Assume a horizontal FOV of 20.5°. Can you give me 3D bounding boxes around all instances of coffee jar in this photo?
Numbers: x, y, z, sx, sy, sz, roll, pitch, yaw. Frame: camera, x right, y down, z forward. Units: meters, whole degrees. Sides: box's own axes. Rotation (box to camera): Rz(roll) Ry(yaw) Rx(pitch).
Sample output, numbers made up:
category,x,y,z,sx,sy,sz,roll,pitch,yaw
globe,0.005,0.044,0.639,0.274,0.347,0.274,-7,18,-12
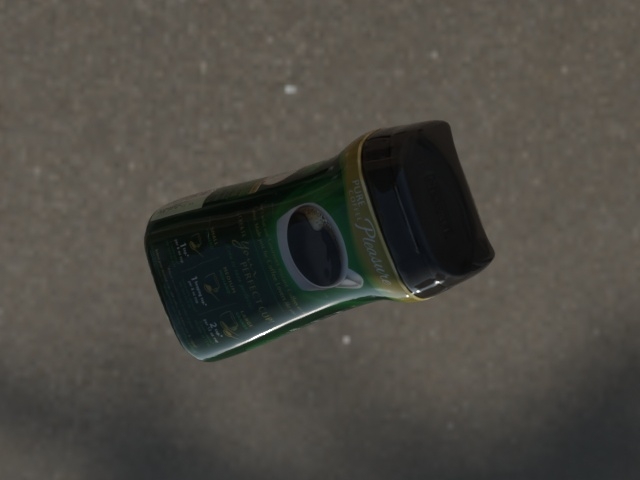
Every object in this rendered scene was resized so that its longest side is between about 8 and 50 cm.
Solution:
category,x,y,z,sx,sy,sz,roll,pitch,yaw
coffee jar,0.000,0.000,0.970,0.184,0.096,0.079,-17,-175,29
